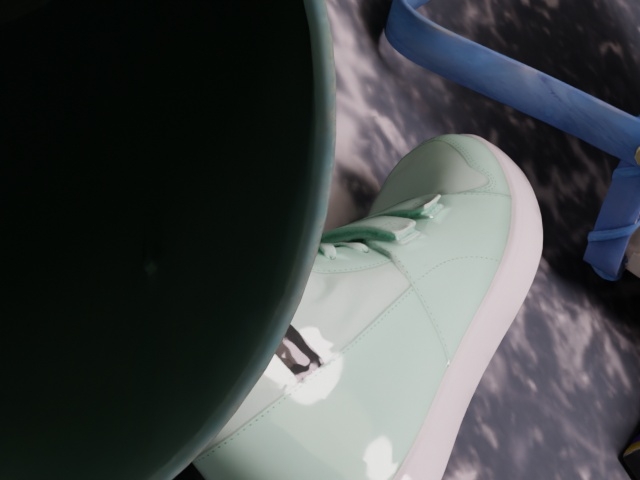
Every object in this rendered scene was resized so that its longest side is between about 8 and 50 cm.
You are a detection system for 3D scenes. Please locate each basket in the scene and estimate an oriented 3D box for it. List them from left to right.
[{"bbox_3d":[0.202,-0.095,1.037,0.289,0.201,0.255,24,35,14],"label":"basket"}]

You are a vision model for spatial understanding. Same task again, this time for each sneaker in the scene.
[{"bbox_3d":[0.000,0.000,0.795,0.151,0.094,0.256,45,37,-16],"label":"sneaker"}]

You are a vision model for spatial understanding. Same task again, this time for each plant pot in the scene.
[{"bbox_3d":[-0.139,-0.086,0.530,0.293,0.293,0.235,45,22,-21],"label":"plant pot"}]

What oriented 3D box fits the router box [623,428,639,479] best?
[{"bbox_3d":[0.310,0.166,1.075,0.309,0.081,0.243,55,35,-7],"label":"router box"}]
